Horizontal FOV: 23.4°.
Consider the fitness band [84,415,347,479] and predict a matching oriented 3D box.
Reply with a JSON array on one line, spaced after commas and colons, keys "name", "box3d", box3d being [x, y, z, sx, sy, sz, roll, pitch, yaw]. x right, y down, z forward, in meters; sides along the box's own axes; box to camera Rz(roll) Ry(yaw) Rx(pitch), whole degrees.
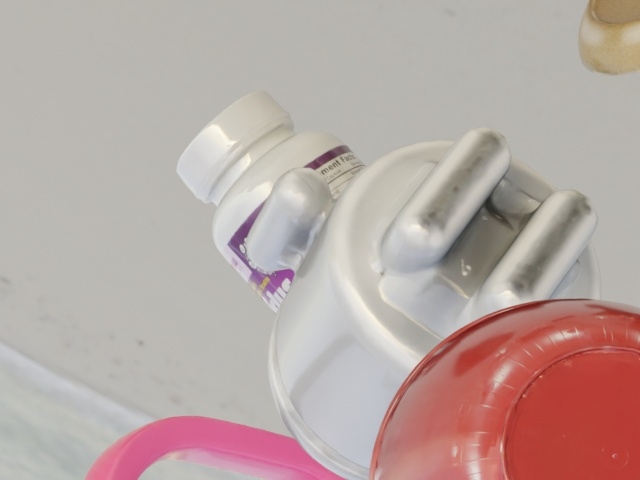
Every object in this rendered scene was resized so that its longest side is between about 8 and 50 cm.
[{"name": "fitness band", "box3d": [-0.060, 0.246, 1.197, 0.291, 0.209, 0.054, 20, 146, -36]}]

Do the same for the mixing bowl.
[{"name": "mixing bowl", "box3d": [0.111, 0.096, 0.627, 0.181, 0.181, 0.098, 26, 162, 9]}]

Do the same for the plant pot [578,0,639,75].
[{"name": "plant pot", "box3d": [0.297, -0.216, 1.211, 0.032, 0.236, 0.236, 51, 154, -19]}]

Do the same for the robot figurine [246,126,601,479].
[{"name": "robot figurine", "box3d": [0.076, 0.063, 1.138, 0.300, 0.200, 0.353, 40, 149, 6]}]

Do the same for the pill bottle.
[{"name": "pill bottle", "box3d": [0.000, 0.000, 1.529, 0.301, 0.169, 0.169, 47, 163, 10]}]
